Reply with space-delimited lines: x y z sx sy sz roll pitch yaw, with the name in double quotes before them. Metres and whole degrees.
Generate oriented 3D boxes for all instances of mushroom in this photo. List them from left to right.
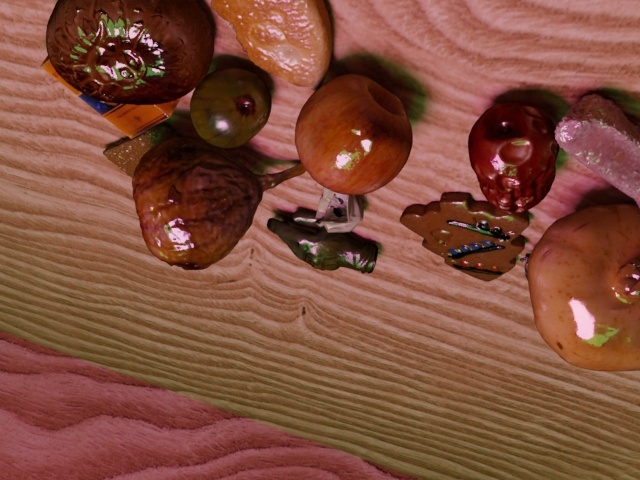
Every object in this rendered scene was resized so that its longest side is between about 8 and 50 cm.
"mushroom" -0.339 -0.347 1.525 0.297 0.163 0.278 -2 151 7

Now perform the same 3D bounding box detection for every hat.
"hat" 0.044 -0.085 1.840 0.122 0.081 0.166 46 149 38

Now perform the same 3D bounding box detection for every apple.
"apple" 0.061 -0.187 1.524 0.211 0.211 0.188 33 124 -22

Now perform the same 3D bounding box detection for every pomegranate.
"pomegranate" 0.535 0.084 1.548 0.343 0.342 0.342 14 148 9

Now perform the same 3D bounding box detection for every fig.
"fig" -0.201 -0.249 1.665 0.151 0.151 0.259 35 163 -24
"fig" -0.201 -0.107 1.775 0.369 0.286 0.286 -21 141 1

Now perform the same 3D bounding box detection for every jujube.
"jujube" 0.340 -0.141 1.507 0.155 0.155 0.230 9 157 16

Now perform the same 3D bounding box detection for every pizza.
"pizza" -0.085 -0.387 1.420 0.182 0.073 0.365 -5 142 31

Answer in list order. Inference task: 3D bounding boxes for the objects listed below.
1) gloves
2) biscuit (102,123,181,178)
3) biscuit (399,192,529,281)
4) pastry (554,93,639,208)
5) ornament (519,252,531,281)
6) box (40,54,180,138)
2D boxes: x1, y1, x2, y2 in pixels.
"gloves" 0.002 0.007 1.969 0.268 0.107 0.135 20 118 3
"biscuit" -0.380 -0.193 1.928 0.231 0.025 0.131 -12 137 40
"biscuit" 0.329 0.005 1.832 0.278 0.043 0.301 -2 143 31
"pastry" 0.506 -0.147 1.443 0.265 0.112 0.103 39 132 -19
"ornament" 0.524 0.089 1.806 0.236 0.080 0.202 13 144 -7
"box" -0.420 -0.318 1.718 0.237 0.070 0.152 38 144 -30
